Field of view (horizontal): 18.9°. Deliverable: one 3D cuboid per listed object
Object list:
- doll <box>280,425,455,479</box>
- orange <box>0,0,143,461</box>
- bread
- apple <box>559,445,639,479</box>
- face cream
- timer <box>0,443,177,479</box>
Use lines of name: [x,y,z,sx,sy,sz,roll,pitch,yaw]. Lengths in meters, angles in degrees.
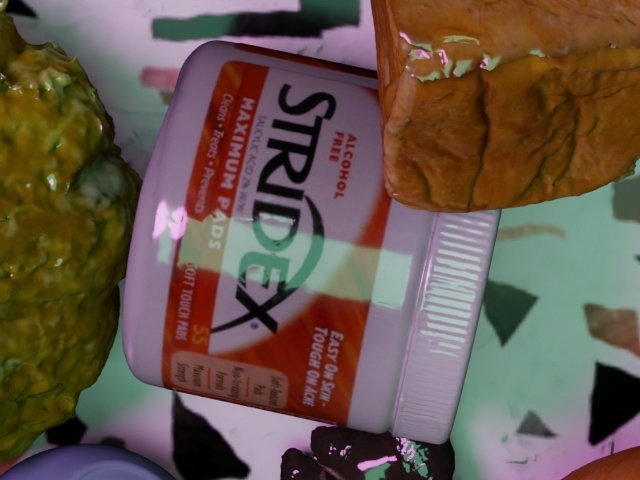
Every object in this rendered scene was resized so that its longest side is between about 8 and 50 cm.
doll: [0.033,0.144,1.192,0.139,0.057,0.165,-36,89,15]
orange: [-0.242,0.002,1.100,0.301,0.223,0.300,-39,103,13]
bread: [0.092,-0.110,0.959,0.143,0.158,0.149,-3,145,-6]
apple: [0.230,0.267,1.092,0.275,0.299,0.299,31,107,-32]
face cream: [0.000,0.000,1.081,0.187,0.201,0.201,12,105,3]
timer: [-0.152,0.218,1.201,0.175,0.255,0.175,5,69,-12]
